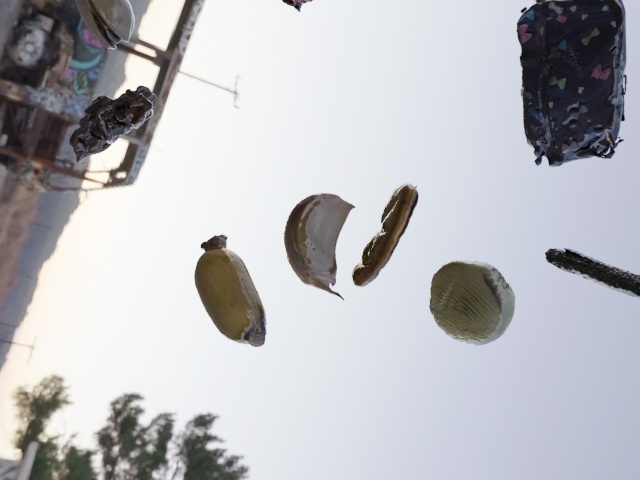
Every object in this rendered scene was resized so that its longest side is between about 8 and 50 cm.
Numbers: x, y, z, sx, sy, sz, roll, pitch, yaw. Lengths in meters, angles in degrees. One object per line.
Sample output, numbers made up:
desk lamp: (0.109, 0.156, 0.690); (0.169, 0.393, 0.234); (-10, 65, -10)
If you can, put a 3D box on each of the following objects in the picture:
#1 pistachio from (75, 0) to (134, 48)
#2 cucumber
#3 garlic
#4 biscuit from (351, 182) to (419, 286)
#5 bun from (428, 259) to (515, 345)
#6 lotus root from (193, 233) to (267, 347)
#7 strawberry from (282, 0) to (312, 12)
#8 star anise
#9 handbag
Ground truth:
pistachio: (-0.609, -0.652, 1.920); (0.138, 0.238, 0.153); (-29, 179, 21)
cucumber: (0.488, 0.056, 1.194); (0.044, 0.043, 0.257); (-56, -155, 0)
garlic: (-0.015, 0.009, 1.901); (0.151, 0.196, 0.338); (76, 19, -52)
biscuit: (0.155, -0.006, 1.678); (0.299, 0.045, 0.154); (-64, -166, 15)
bun: (0.373, 0.144, 1.647); (0.220, 0.134, 0.220); (15, -67, 38)
lotus root: (-0.217, 0.123, 1.603); (0.146, 0.131, 0.303); (82, -18, -62)
strawberry: (-0.031, -0.694, 1.592); (0.258, 0.261, 0.261); (-25, -135, 23)
star anise: (-0.457, -0.262, 1.476); (0.220, 0.099, 0.214); (-35, -161, 5)
handbag: (0.383, -0.247, 1.051); (0.113, 0.162, 0.260); (-44, 128, -52)
